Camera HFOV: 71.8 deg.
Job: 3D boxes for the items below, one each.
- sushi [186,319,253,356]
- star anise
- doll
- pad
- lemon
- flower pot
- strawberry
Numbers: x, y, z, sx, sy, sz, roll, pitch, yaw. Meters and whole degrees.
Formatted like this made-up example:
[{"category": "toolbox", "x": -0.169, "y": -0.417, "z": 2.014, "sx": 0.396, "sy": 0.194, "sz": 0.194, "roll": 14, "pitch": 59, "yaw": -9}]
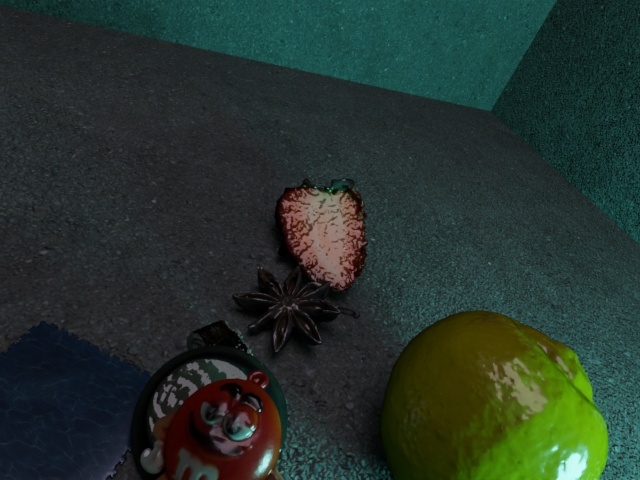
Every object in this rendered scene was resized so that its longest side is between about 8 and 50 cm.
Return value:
[{"category": "sushi", "x": -0.168, "y": 0.210, "z": 0.775, "sx": 0.078, "sy": 0.091, "sz": 0.150, "roll": -13, "pitch": 48, "yaw": -43}, {"category": "star anise", "x": -0.051, "y": 0.143, "z": 0.919, "sx": 0.262, "sy": 0.081, "sz": 0.230, "roll": 9, "pitch": 38, "yaw": 0}, {"category": "doll", "x": -0.117, "y": 0.249, "z": 0.494, "sx": 0.183, "sy": 0.085, "sz": 0.217, "roll": 32, "pitch": 73, "yaw": 18}, {"category": "pad", "x": -0.402, "y": 0.262, "z": 0.654, "sx": 0.269, "sy": 0.012, "sz": 0.269, "roll": 24, "pitch": 37, "yaw": 2}, {"category": "lemon", "x": 0.262, "y": 0.285, "z": 0.712, "sx": 0.347, "sy": 0.348, "sz": 0.348, "roll": 14, "pitch": 38, "yaw": -11}, {"category": "flower pot", "x": -0.156, "y": 0.248, "z": 0.618, "sx": 0.235, "sy": 0.148, "sz": 0.236, "roll": 4, "pitch": 63, "yaw": -8}, {"category": "strawberry", "x": 0.000, "y": 0.000, "z": 1.109, "sx": 0.233, "sy": 0.138, "sz": 0.307, "roll": -1, "pitch": 66, "yaw": -1}]
